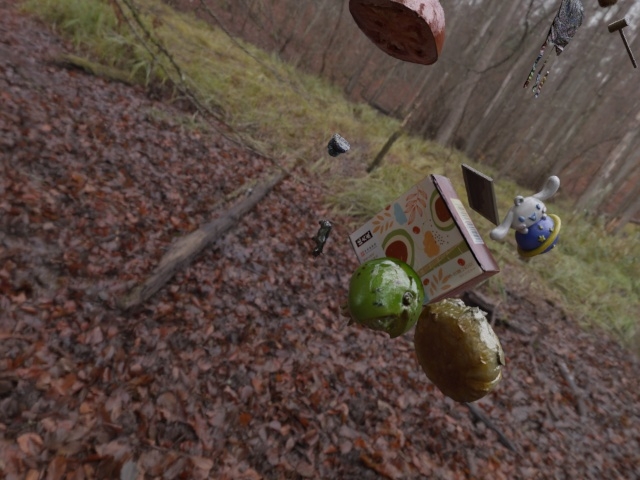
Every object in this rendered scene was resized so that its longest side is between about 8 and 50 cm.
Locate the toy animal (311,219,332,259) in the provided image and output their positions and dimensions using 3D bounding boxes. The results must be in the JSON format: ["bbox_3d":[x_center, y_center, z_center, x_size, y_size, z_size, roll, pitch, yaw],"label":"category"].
[{"bbox_3d":[0.000,0.000,1.524,0.047,0.136,0.065,24,-5,-21],"label":"toy animal"}]

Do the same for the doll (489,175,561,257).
[{"bbox_3d":[0.795,-0.085,1.722,0.242,0.311,0.159,33,10,-4],"label":"doll"}]

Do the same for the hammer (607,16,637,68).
[{"bbox_3d":[0.659,-0.421,0.997,0.019,0.035,0.110,-39,105,-30],"label":"hammer"}]

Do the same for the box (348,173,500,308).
[{"bbox_3d":[0.319,0.038,1.508,0.122,0.385,0.345,2,58,-47],"label":"box"}]

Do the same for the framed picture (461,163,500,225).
[{"bbox_3d":[0.707,-0.203,2.048,0.192,0.018,0.266,50,-9,50],"label":"framed picture"}]

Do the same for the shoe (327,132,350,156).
[{"bbox_3d":[0.054,-0.307,1.521,0.063,0.071,0.143,32,11,-16],"label":"shoe"}]

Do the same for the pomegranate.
[{"bbox_3d":[0.167,0.173,1.383,0.235,0.301,0.236,10,70,-28],"label":"pomegranate"}]

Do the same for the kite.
[{"bbox_3d":[0.663,-0.552,1.322,0.152,0.286,0.015,18,10,-43],"label":"kite"}]

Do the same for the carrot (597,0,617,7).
[{"bbox_3d":[0.882,-0.899,1.422,0.070,0.343,0.070,-4,10,1],"label":"carrot"}]

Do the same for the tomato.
[{"bbox_3d":[0.262,-0.703,1.448,0.338,0.144,0.338,34,0,0],"label":"tomato"}]

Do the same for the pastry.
[{"bbox_3d":[0.332,0.262,1.113,0.120,0.236,0.257,-15,8,-26],"label":"pastry"}]
